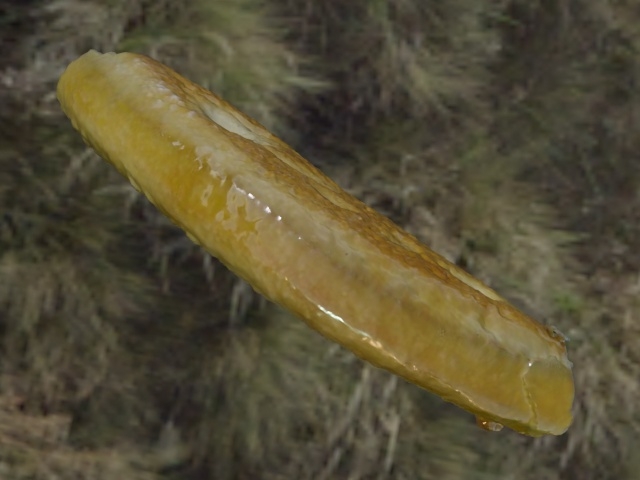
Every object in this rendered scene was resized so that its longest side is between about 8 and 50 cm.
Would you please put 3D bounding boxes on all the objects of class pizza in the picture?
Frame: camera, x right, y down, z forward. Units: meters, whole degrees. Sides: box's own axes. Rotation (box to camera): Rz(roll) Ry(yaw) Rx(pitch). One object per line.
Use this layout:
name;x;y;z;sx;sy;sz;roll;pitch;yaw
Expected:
pizza;-0.004;-0.002;0.678;0.056;0.271;0.134;-58;180;9
